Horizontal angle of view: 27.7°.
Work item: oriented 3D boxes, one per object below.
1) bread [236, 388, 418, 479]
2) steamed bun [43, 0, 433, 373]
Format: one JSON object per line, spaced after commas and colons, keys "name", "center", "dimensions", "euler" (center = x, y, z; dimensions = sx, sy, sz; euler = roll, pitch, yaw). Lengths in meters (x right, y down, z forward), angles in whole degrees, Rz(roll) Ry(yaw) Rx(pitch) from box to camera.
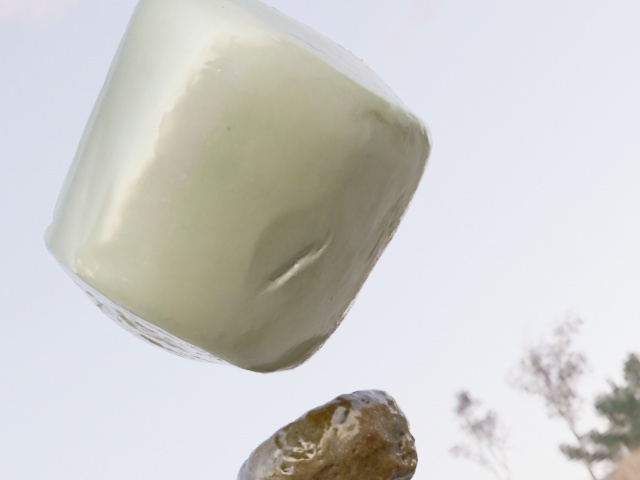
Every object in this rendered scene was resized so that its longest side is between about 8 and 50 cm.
{"name": "bread", "center": [0.016, 0.274, 1.542], "dimensions": [0.230, 0.123, 0.230], "euler": [-27, -25, -13]}
{"name": "steamed bun", "center": [-0.066, -0.041, 1.364], "dimensions": [0.371, 0.290, 0.456], "euler": [-66, -17, 3]}
